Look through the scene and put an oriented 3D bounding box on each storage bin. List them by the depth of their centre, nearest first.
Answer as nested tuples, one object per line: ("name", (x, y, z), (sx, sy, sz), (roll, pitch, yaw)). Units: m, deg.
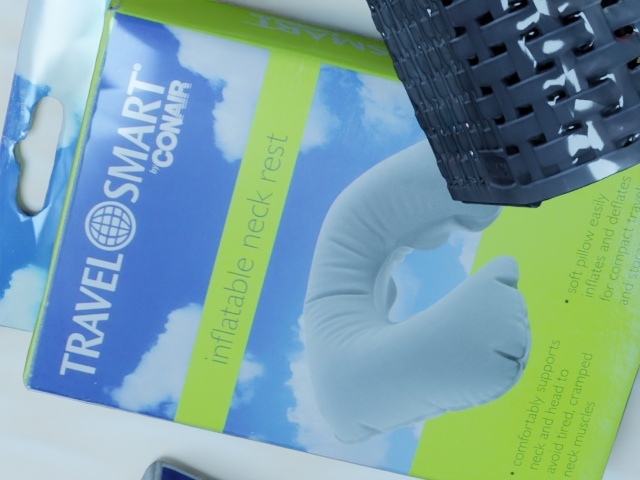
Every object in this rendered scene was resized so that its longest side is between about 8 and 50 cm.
("storage bin", (0.101, -0.081, 0.436), (0.180, 0.122, 0.084), (-25, 94, -5))

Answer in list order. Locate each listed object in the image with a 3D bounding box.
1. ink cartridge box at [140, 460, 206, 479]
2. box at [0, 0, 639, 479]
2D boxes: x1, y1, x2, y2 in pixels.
("ink cartridge box", (0.002, 0.206, 0.589), (0.223, 0.045, 0.224), (24, 106, -9))
("box", (0.000, 0.000, 0.523), (0.178, 0.042, 0.109), (13, 107, -6))
